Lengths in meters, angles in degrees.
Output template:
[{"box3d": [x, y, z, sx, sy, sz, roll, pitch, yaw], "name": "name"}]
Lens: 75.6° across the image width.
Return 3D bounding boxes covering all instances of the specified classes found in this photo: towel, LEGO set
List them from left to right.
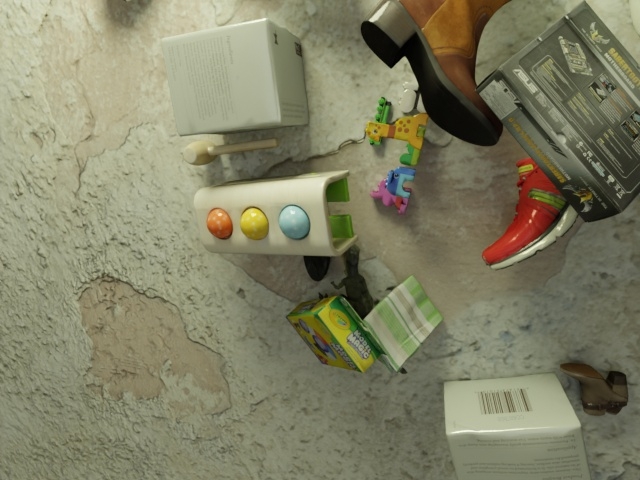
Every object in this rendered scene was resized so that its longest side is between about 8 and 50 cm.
[{"box3d": [0.121, -0.156, 0.688, 0.093, 0.087, 0.227, 14, 107, 11], "name": "LEGO set"}, {"box3d": [0.151, 0.149, 0.746, 0.113, 0.152, 0.023, 55, 154, -6], "name": "towel"}]

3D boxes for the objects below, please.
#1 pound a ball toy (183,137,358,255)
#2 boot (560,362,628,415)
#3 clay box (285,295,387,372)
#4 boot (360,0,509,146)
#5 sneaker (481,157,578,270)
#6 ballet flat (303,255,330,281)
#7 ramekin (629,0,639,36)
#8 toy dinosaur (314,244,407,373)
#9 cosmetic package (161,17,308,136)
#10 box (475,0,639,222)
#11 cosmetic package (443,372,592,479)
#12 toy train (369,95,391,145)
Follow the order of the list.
[{"box3d": [-0.112, -0.079, 0.714, 0.319, 0.135, 0.208, 1, 109, 30], "name": "pound a ball toy"}, {"box3d": [0.483, 0.269, 0.734, 0.118, 0.042, 0.087, 7, 109, 13], "name": "boot"}, {"box3d": [0.021, 0.170, 0.751, 0.053, 0.222, 0.127, -39, 94, -23], "name": "clay box"}, {"box3d": [0.239, -0.313, 0.598, 0.264, 0.096, 0.280, 45, 85, 2], "name": "boot"}, {"box3d": [0.347, -0.074, 0.652, 0.118, 0.107, 0.279, 42, 101, 7], "name": "sneaker"}, {"box3d": [0.000, 0.000, 0.791, 0.057, 0.049, 0.173, 14, 116, 26], "name": "ballet flat"}, {"box3d": [0.450, -0.364, 0.435, 0.148, 0.303, 0.304, 2, 106, 22], "name": "ramekin"}, {"box3d": [0.063, 0.134, 0.783, 0.118, 0.064, 0.268, -23, 86, 43], "name": "toy dinosaur"}, {"box3d": [-0.133, -0.261, 0.692, 0.183, 0.151, 0.152, -2, 105, 17], "name": "cosmetic package"}, {"box3d": [0.344, -0.169, 0.536, 0.183, 0.056, 0.231, -40, 90, -17], "name": "box"}, {"box3d": [0.373, 0.460, 0.759, 0.217, 0.156, 0.385, -11, 103, 18], "name": "cosmetic package"}, {"box3d": [0.104, -0.206, 0.716, 0.023, 0.017, 0.083, 13, 108, 1], "name": "toy train"}]
